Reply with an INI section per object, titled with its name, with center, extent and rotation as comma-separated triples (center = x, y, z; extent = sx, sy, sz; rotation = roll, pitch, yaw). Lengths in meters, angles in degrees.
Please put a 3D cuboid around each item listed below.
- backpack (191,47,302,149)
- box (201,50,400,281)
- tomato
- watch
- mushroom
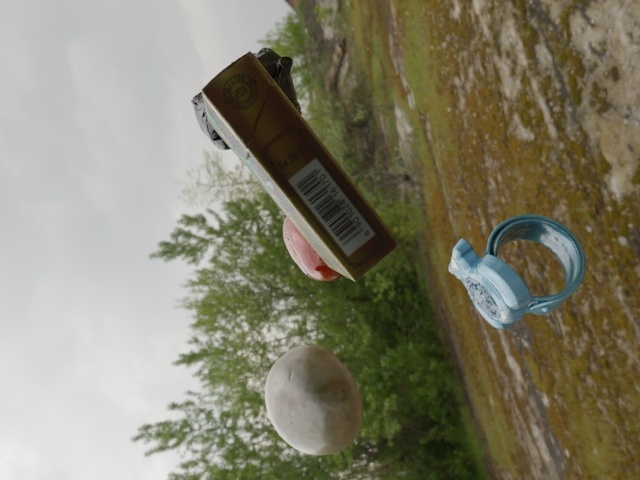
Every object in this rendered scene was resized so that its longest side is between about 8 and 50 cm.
[backpack]
center = -0.120, -0.222, 0.882
extent = 0.106, 0.165, 0.120
rotation = 49, 161, 38
[box]
center = -0.027, -0.071, 0.610
extent = 0.240, 0.071, 0.159
rotation = 51, 177, -7
[tomato]
center = 0.000, 0.000, 1.241
extent = 0.195, 0.136, 0.195
rotation = 56, 168, 18
[watch]
center = 0.359, 0.045, 1.004
extent = 0.211, 0.193, 0.211
rotation = 55, 172, 12
[mushroom]
center = -0.010, 0.323, 1.153
extent = 0.178, 0.226, 0.227
rotation = -29, -69, -48
